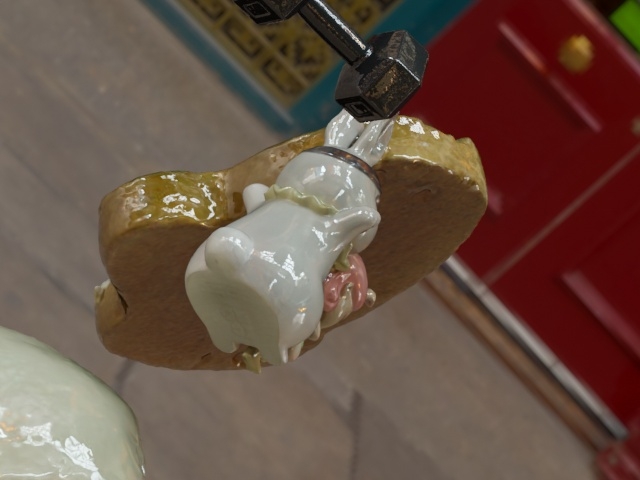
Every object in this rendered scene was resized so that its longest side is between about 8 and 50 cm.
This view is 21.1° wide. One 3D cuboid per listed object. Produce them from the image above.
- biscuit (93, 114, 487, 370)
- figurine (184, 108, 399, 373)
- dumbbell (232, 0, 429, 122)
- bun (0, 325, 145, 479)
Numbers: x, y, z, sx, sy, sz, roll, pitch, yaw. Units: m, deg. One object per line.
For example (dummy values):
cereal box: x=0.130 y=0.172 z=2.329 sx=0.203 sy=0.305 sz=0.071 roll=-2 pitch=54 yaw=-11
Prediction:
biscuit: x=-0.047 y=0.002 z=1.283 sx=0.287 sy=0.344 sz=0.057 roll=8 pitch=56 yaw=-38
figurine: x=-0.009 y=-0.001 z=0.909 sx=0.081 sy=0.098 sz=0.146 roll=27 pitch=49 yaw=19
dumbbell: x=0.004 y=-0.084 z=0.672 sx=0.083 sy=0.040 sz=0.036 roll=42 pitch=10 yaw=-24
bun: x=-0.232 y=0.211 z=0.897 sx=0.211 sy=0.359 sz=0.359 roll=12 pitch=30 yaw=-24
